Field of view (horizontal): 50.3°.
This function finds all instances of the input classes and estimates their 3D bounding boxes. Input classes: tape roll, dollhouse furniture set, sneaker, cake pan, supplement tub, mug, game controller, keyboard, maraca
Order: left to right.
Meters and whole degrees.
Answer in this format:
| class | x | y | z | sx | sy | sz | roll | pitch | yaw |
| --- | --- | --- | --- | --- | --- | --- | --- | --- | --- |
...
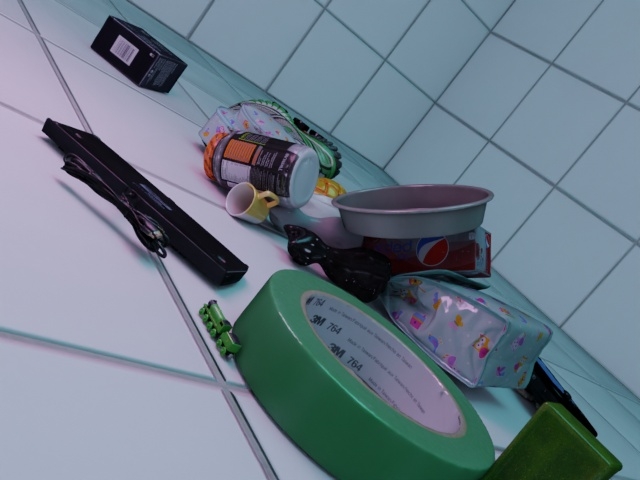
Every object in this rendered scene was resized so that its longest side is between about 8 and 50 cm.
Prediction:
| class | x | y | z | sx | sy | sz | roll | pitch | yaw |
| --- | --- | --- | --- | --- | --- | --- | --- | --- | --- |
| keyboard | -0.235 | -0.049 | 0.868 | 0.317 | 0.033 | 0.201 | 39 | 6 | 10 |
| mug | -0.114 | -0.057 | 1.170 | 0.078 | 0.062 | 0.064 | 17 | -12 | 37 |
| supplement tub | -0.108 | -0.132 | 1.232 | 0.191 | 0.116 | 0.117 | 17 | 3 | 24 |
| sneaker | -0.115 | -0.257 | 1.746 | 0.344 | 0.134 | 0.146 | 30 | 30 | 19 |
| sneaker | -0.045 | -0.056 | 1.365 | 0.212 | 0.080 | 0.094 | 16 | 62 | -29 |
| maraca | -0.005 | -0.083 | 1.497 | 0.186 | 0.099 | 0.127 | 2 | 64 | -47 |
| tape roll | 0.051 | 0.163 | 0.781 | 0.321 | 0.077 | 0.321 | 37 | 11 | -9 |
| cake pan | 0.167 | -0.057 | 1.248 | 0.293 | 0.054 | 0.293 | -3 | 13 | 1 |
| game controller | 0.483 | 0.296 | 1.469 | 0.166 | 0.067 | 0.319 | 35 | 14 | -18 |
| dollhouse furniture set | 0.347 | 0.348 | 0.762 | 0.198 | 0.151 | 0.301 | 24 | 18 | -49 |

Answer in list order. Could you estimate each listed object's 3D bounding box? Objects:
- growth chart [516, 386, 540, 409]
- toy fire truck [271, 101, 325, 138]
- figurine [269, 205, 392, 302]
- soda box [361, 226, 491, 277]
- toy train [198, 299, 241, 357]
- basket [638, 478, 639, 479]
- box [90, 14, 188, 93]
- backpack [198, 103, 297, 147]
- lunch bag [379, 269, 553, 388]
| class | x | y | z | sx | sy | sz | roll | pitch | yaw |
| --- | --- | --- | --- | --- | --- | --- | --- | --- | --- |
| growth chart | 0.422 | 0.291 | 1.513 | 0.237 | 0.021 | 0.172 | 44 | 14 | 21 |
| toy fire truck | -0.085 | -0.274 | 1.934 | 0.217 | 0.158 | 0.246 | 35 | 2 | -17 |
| figurine | 0.000 | 0.000 | 1.247 | 0.210 | 0.092 | 0.215 | 26 | 15 | -31 |
| soda box | 0.191 | 0.028 | 1.318 | 0.263 | 0.092 | 0.083 | -4 | -14 | 34 |
| toy train | -0.107 | 0.092 | 0.722 | 0.017 | 0.023 | 0.083 | 27 | 16 | -42 |
| basket | 0.608 | 0.394 | 0.929 | 0.266 | 0.331 | 0.328 | 45 | 14 | 21 |
| box | -0.426 | -0.437 | 1.616 | 0.156 | 0.093 | 0.158 | 39 | 13 | 7 |
| backpack | -0.152 | -0.204 | 1.427 | 0.188 | 0.144 | 0.166 | 39 | 17 | 21 |
| lunch bag | 0.257 | 0.149 | 1.254 | 0.262 | 0.160 | 0.223 | 33 | 10 | 40 |
